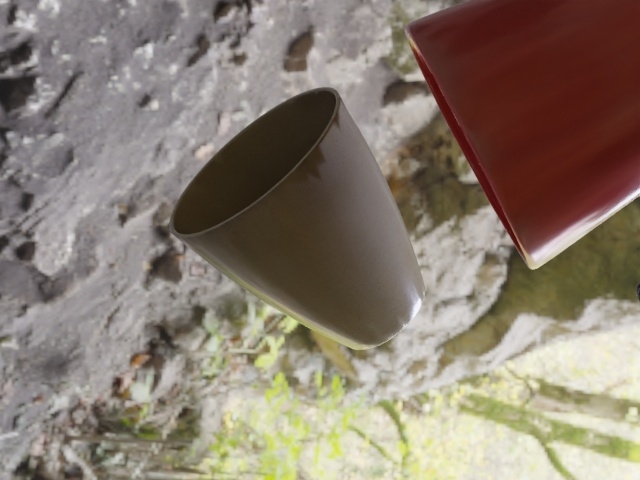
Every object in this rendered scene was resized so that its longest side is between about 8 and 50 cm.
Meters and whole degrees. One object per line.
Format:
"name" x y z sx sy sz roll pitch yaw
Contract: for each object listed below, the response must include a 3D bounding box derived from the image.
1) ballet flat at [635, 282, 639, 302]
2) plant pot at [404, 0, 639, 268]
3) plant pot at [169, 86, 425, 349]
"ballet flat" 0.473 0.024 1.234 0.057 0.173 0.049 41 17 -35
"plant pot" 0.249 -0.144 0.948 0.275 0.243 0.275 60 7 -13
"plant pot" 0.000 0.000 1.196 0.274 0.256 0.256 50 40 -23
